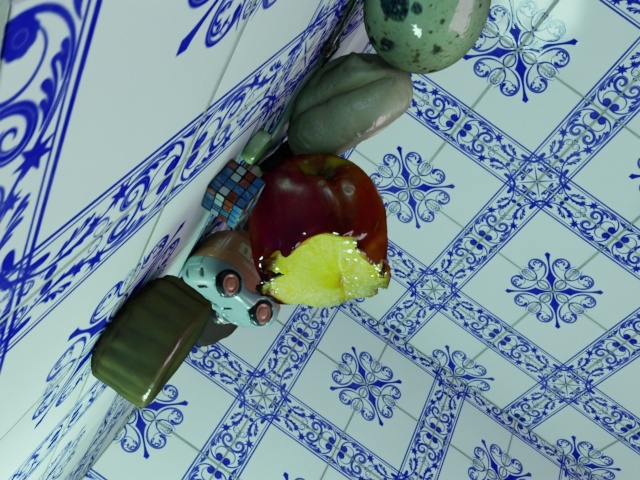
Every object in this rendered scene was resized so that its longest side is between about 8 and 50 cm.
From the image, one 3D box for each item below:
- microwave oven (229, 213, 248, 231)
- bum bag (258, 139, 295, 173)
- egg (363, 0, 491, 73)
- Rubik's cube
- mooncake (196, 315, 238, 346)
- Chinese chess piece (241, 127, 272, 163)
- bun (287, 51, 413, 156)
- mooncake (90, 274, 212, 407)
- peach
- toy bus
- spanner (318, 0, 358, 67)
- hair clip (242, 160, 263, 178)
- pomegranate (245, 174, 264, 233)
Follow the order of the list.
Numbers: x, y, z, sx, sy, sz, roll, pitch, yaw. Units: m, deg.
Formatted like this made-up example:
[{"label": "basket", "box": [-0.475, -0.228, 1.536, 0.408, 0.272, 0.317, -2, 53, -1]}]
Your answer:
[{"label": "microwave oven", "box": [-0.171, -0.060, 2.202, 0.162, 0.122, 0.208, -20, 159, -34]}, {"label": "bum bag", "box": [-0.085, -0.233, 1.978, 0.310, 0.136, 0.074, -52, 136, -61]}, {"label": "egg", "box": [0.240, -0.541, 1.615, 0.288, 0.287, 0.379, -55, 169, -11]}, {"label": "Rubik's cube", "box": [-0.189, -0.100, 1.540, 0.092, 0.092, 0.092, -55, -179, -32]}, {"label": "mooncake", "box": [-0.324, 0.168, 2.120, 0.283, 0.141, 0.283, -45, 151, -33]}, {"label": "Chinese chess piece", "box": [-0.145, -0.213, 1.625, 0.084, 0.034, 0.084, -52, 180, 0]}, {"label": "bun", "box": [0.064, -0.351, 1.827, 0.365, 0.219, 0.365, -34, -175, 3]}, {"label": "mooncake", "box": [-0.371, 0.214, 1.583, 0.290, 0.161, 0.290, -56, 179, -1]}, {"label": "peach", "box": [0.000, 0.000, 1.728, 0.353, 0.338, 0.417, -85, 174, -63]}, {"label": "toy bus", "box": [-0.226, 0.098, 1.933, 0.194, 0.287, 0.232, -9, -132, 43]}, {"label": "spanner", "box": [0.062, -0.512, 1.612, 0.093, 0.026, 0.325, -56, 180, -42]}, {"label": "hair clip", "box": [-0.189, -0.156, 1.781, 0.123, 0.102, 0.138, -56, 148, -17]}, {"label": "pomegranate", "box": [-0.153, -0.100, 2.012, 0.159, 0.159, 0.205, 126, -12, -71]}]
